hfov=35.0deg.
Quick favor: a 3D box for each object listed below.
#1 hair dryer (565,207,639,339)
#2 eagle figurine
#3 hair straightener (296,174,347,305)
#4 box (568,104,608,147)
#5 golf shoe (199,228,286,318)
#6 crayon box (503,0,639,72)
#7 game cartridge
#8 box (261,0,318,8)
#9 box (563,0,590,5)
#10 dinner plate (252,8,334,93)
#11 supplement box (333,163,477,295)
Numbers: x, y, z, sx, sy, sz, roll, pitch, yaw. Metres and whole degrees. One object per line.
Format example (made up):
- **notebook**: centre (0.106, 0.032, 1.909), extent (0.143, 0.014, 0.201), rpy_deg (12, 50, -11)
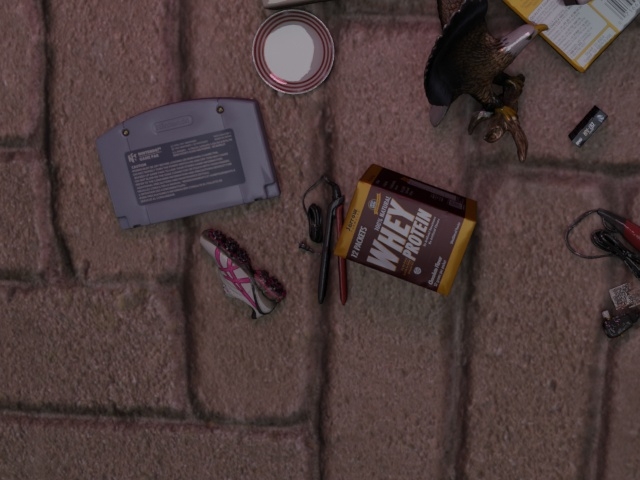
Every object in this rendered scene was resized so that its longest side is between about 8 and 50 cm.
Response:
- **hair dryer**: centre (0.572, 0.030, 1.668), extent (0.293, 0.080, 0.224), rpy_deg (-20, 98, 12)
- **eagle figurine**: centre (0.235, -0.300, 1.554), extent (0.225, 0.226, 0.298), rpy_deg (-46, 129, -2)
- **hair straightener**: centre (0.000, 0.000, 1.763), extent (0.089, 0.047, 0.231), rpy_deg (-1, 102, 8)
- **box**: centre (0.431, -0.185, 1.638), extent (0.018, 0.083, 0.067), rpy_deg (39, 105, 0)
- **golf shoe**: centre (-0.152, 0.061, 1.790), extent (0.186, 0.067, 0.086), rpy_deg (45, 106, -3)
- **crayon box**: centre (0.362, -0.447, 1.590), extent (0.323, 0.083, 0.203), rpy_deg (42, 105, -3)
- **game cartridge**: centre (-0.232, -0.142, 1.765), extent (0.297, 0.062, 0.198), rpy_deg (-11, 96, 11)
- **box**: centre (0.040, -0.438, 1.627), extent (0.275, 0.113, 0.094), rpy_deg (-8, 100, 9)
- **box**: centre (0.379, -0.442, 1.452), extent (0.119, 0.182, 0.181), rpy_deg (-24, 99, 11)
- **dinner plate**: centre (-0.045, -0.318, 1.715), extent (0.141, 0.017, 0.141), rpy_deg (2, 102, 8)
- **supplement box**: centre (0.143, -0.023, 1.662), extent (0.194, 0.191, 0.129), rpy_deg (20, 105, 4)
